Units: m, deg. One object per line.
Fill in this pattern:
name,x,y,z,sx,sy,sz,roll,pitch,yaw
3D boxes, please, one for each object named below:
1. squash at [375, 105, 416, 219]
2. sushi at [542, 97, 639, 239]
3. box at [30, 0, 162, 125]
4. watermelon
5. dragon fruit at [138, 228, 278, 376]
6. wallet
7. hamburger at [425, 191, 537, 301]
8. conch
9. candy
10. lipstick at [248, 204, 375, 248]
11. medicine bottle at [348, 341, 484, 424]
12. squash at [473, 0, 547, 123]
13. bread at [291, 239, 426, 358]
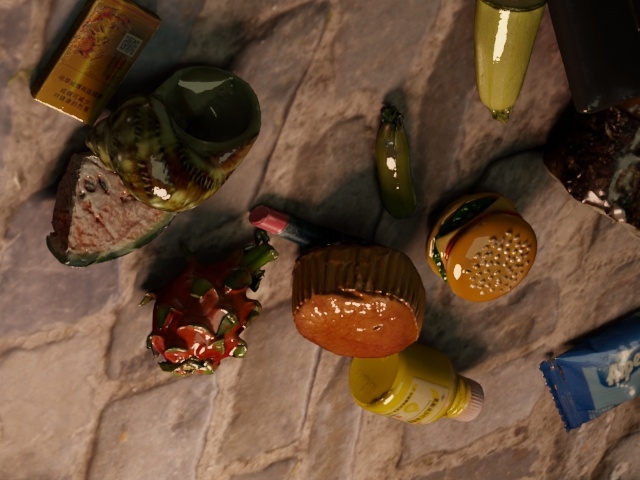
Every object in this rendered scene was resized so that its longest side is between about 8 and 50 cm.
squash,0.102,-0.101,1.845,0.052,0.052,0.183,-20,131,-14
sushi,0.495,-0.108,1.938,0.348,0.234,0.208,12,116,-38
box,-0.262,-0.215,1.585,0.089,0.022,0.156,22,111,-39
watermelon,-0.265,-0.054,1.678,0.187,0.071,0.139,-31,115,-21
dragon fruit,-0.145,0.073,1.800,0.137,0.135,0.236,38,80,-42
wallet,0.369,-0.300,1.778,0.149,0.044,0.250,-17,96,-18
hamburger,0.234,0.009,1.953,0.162,0.115,0.162,-15,128,-20
conch,-0.180,-0.123,1.630,0.181,0.187,0.124,21,151,-24
candy,0.532,0.196,2.281,0.331,0.077,0.187,-29,125,-7
lipstick,0.000,0.000,1.873,0.234,0.053,0.053,22,111,-32
medicine bottle,0.155,0.221,2.062,0.212,0.122,0.122,22,111,-37
squash,0.247,-0.242,1.807,0.094,0.094,0.224,-18,136,-16
bread,0.052,0.089,1.869,0.199,0.104,0.199,3,149,2
